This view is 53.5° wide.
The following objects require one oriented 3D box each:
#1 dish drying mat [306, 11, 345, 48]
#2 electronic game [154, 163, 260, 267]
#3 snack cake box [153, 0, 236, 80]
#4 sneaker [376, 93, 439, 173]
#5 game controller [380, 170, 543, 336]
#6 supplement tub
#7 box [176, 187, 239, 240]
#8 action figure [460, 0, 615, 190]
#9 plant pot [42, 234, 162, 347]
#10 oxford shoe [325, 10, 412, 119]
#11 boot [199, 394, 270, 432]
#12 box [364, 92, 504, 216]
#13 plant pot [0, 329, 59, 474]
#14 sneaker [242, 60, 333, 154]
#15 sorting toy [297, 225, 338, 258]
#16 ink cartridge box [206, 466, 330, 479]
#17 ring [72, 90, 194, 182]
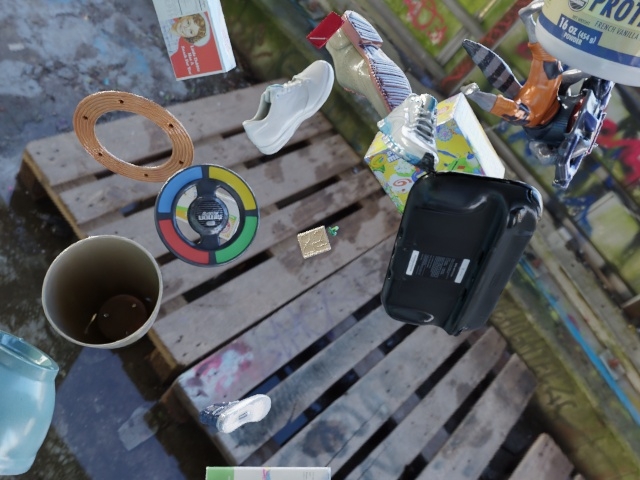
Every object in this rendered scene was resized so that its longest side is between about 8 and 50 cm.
[{"bbox_3d":[0.010,-0.381,1.146,0.032,0.008,0.083,38,67,2],"label":"dish drying mat"},{"bbox_3d":[-0.244,-0.055,1.380,0.229,0.048,0.229,3,81,-20],"label":"electronic game"},{"bbox_3d":[-0.335,-0.570,1.673,0.089,0.152,0.264,-66,147,-62],"label":"snack cake box"},{"bbox_3d":[0.128,-0.154,0.851,0.071,0.083,0.190,30,21,-21],"label":"sneaker"},{"bbox_3d":[0.182,0.028,0.880,0.166,0.319,0.067,16,51,7],"label":"game controller"},{"bbox_3d":[0.461,-0.402,0.881,0.228,0.316,0.228,7,38,-6],"label":"supplement tub"},{"bbox_3d":[-0.292,-0.080,1.703,0.203,0.103,0.114,22,3,10],"label":"box"},{"bbox_3d":[0.424,-0.286,1.164,0.330,0.178,0.341,37,79,-36],"label":"action figure"},{"bbox_3d":[-0.498,0.155,1.525,0.256,0.274,0.256,3,69,-7],"label":"plant pot"},{"bbox_3d":[0.119,-0.398,1.567,0.123,0.130,0.348,2,57,-42],"label":"oxford shoe"},{"bbox_3d":[-0.212,0.422,1.592,0.190,0.086,0.069,-3,100,-56],"label":"boot"},{"bbox_3d":[0.335,-0.222,1.845,0.279,0.290,0.177,55,36,-22],"label":"box"},{"bbox_3d":[-0.647,0.293,1.251,0.293,0.293,0.196,34,80,-10],"label":"plant pot"},{"bbox_3d":[-0.059,-0.264,1.171,0.212,0.080,0.094,-53,133,-10],"label":"sneaker"},{"bbox_3d":[0.000,0.000,1.269,0.083,0.012,0.062,-19,56,4],"label":"sorting toy"},{"bbox_3d":[-0.088,0.453,1.123,0.212,0.154,0.093,-1,65,-1],"label":"ink cartridge box"},{"bbox_3d":[-0.513,-0.284,1.757,0.337,0.336,0.032,24,51,-19],"label":"ring"}]
